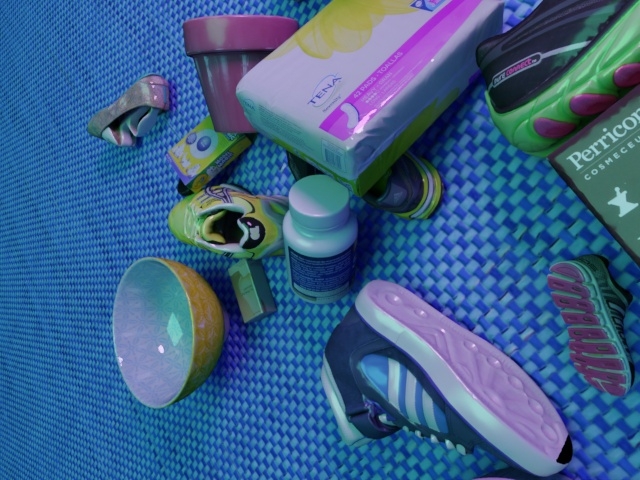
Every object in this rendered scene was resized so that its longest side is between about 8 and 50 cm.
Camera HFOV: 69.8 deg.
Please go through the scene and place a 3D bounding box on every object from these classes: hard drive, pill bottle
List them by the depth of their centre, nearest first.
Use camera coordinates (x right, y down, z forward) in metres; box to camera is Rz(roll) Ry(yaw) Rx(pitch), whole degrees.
[{"bbox_3d":[0.000,0.000,0.685,0.112,0.111,0.187,43,152,31],"label":"pill bottle"},{"bbox_3d":[-0.034,-0.133,0.767,0.022,0.135,0.094,-23,69,-8],"label":"hard drive"}]

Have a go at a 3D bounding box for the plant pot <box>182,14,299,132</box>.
[{"bbox_3d":[-0.131,-0.287,0.811,0.201,0.201,0.181,12,113,39],"label":"plant pot"}]

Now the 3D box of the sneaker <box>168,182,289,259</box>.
[{"bbox_3d":[-0.191,-0.043,0.872,0.384,0.147,0.145,3,93,42],"label":"sneaker"}]

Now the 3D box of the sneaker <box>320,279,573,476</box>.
[{"bbox_3d":[0.134,0.232,0.630,0.322,0.130,0.237,39,123,28],"label":"sneaker"}]

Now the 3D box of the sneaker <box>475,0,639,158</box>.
[{"bbox_3d":[0.346,-0.293,0.418,0.482,0.185,0.202,-40,60,25],"label":"sneaker"}]

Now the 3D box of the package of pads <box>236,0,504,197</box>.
[{"bbox_3d":[0.059,-0.227,0.614,0.296,0.101,0.229,-45,56,-13],"label":"package of pads"}]

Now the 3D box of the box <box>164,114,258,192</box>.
[{"bbox_3d":[-0.219,-0.193,0.929,0.179,0.043,0.105,-41,62,1],"label":"box"}]

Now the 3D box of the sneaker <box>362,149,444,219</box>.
[{"bbox_3d":[0.048,-0.142,0.694,0.300,0.121,0.111,42,114,32],"label":"sneaker"}]

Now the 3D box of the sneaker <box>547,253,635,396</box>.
[{"bbox_3d":[0.316,0.089,0.513,0.063,0.074,0.171,-12,103,64],"label":"sneaker"}]

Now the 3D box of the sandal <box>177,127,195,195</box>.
[{"bbox_3d":[-0.267,-0.173,0.993,0.067,0.040,0.180,-6,67,34],"label":"sandal"}]

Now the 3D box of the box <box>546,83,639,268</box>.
[{"bbox_3d":[0.356,-0.043,0.413,0.168,0.166,0.203,-44,63,30],"label":"box"}]

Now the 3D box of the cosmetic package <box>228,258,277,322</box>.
[{"bbox_3d":[-0.133,0.096,0.889,0.060,0.041,0.115,-34,69,33],"label":"cosmetic package"}]

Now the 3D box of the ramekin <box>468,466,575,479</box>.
[{"bbox_3d":[0.251,0.394,0.518,0.272,0.127,0.273,-1,88,40],"label":"ramekin"}]

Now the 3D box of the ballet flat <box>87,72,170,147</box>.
[{"bbox_3d":[-0.483,-0.297,1.145,0.315,0.107,0.106,-22,83,38],"label":"ballet flat"}]

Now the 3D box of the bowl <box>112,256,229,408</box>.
[{"bbox_3d":[-0.281,0.176,0.935,0.289,0.155,0.290,-1,88,40],"label":"bowl"}]
